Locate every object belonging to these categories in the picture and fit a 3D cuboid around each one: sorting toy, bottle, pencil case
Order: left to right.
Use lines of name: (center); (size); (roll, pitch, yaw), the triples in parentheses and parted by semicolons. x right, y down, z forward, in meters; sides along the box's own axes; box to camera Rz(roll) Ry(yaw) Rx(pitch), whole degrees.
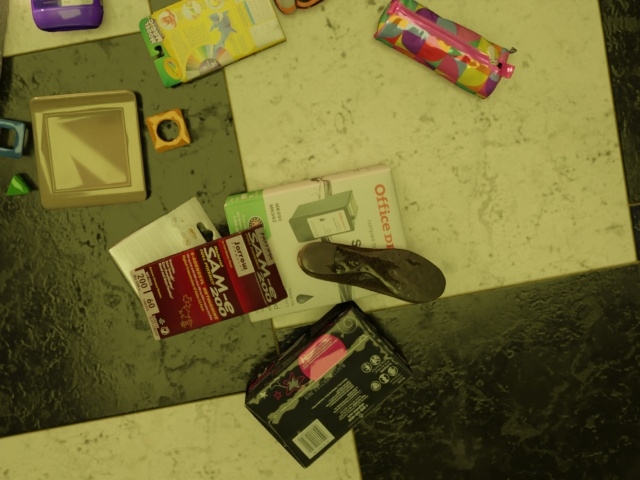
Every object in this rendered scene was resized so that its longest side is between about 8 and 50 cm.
bottle: (-0.430, -0.491, 1.716); (0.118, 0.092, 0.282); (-5, 97, -1)
sorting toy: (-0.395, -0.156, 1.782); (0.348, 0.047, 0.196); (-5, 101, -1)
pencil case: (0.210, -0.330, 1.749); (0.236, 0.104, 0.104); (26, 95, -3)

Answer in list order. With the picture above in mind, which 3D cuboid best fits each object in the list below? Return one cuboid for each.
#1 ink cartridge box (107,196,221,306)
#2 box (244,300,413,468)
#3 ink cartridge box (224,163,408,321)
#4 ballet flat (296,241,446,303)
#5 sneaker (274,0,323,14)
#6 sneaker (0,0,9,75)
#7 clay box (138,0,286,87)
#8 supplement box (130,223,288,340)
ink cartridge box: (-0.260, 0.029, 1.818); (0.179, 0.045, 0.145); (-34, 96, -16)
box: (0.013, 0.241, 1.790); (0.247, 0.142, 0.163); (-42, 97, 5)
ink cartridge box: (0.000, 0.000, 1.770); (0.289, 0.121, 0.211); (-13, 97, 0)
ballet flat: (0.082, 0.051, 1.695); (0.250, 0.058, 0.084); (10, 76, -10)
sneaker: (-0.047, -0.553, 1.717); (0.180, 0.124, 0.321); (-25, 107, -2)
sneaker: (-0.622, -0.319, 1.736); (0.161, 0.102, 0.282); (8, 86, 1)
clay box: (-0.183, -0.356, 1.758); (0.222, 0.053, 0.127); (-22, 97, 2)
supplement box: (-0.185, 0.071, 1.703); (0.239, 0.073, 0.130); (-19, 93, 29)
